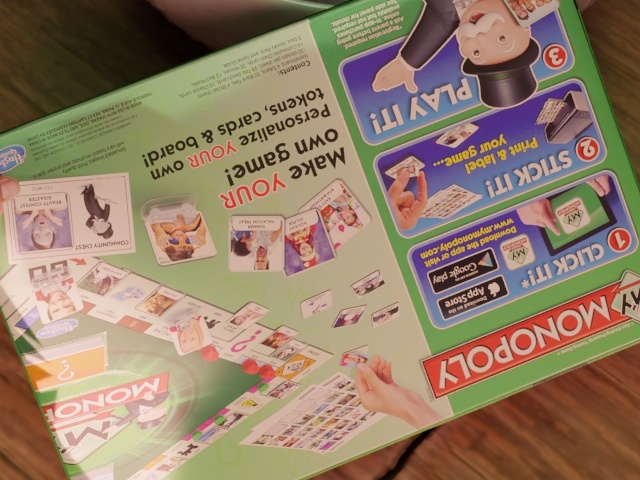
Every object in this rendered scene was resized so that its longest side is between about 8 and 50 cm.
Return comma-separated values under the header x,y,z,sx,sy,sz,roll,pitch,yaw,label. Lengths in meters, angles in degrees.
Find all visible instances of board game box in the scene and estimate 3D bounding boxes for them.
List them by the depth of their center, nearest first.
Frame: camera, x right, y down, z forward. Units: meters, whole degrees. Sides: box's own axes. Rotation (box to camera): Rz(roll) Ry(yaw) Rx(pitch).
x,y,z,sx,sy,sz,roll,pitch,yaw,label
0.000,0.000,0.807,0.317,0.046,0.213,-21,98,-7,board game box

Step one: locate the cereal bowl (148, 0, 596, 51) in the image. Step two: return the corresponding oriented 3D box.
x,y,z,sx,sy,sz,roll,pitch,yaw,label
0.028,-0.219,0.974,0.339,0.141,0.339,1,59,-1,cereal bowl
